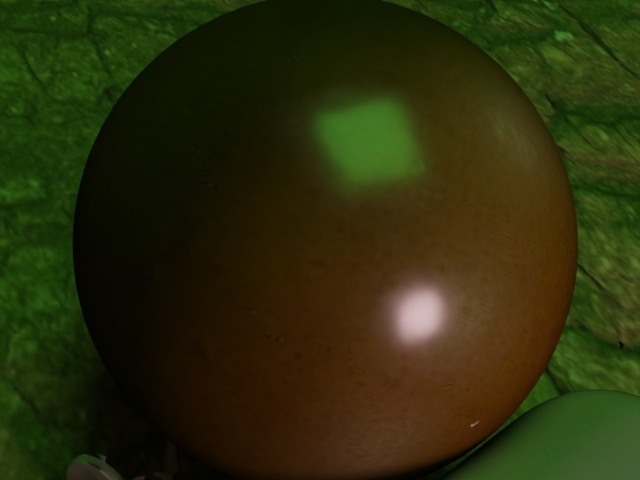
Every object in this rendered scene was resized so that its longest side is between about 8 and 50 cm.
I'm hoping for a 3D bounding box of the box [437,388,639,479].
[{"bbox_3d":[0.197,0.228,0.731,0.349,0.141,0.289,33,35,25],"label":"box"}]

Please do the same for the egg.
[{"bbox_3d":[0.000,0.000,0.834,0.282,0.282,0.351,12,4,-7],"label":"egg"}]

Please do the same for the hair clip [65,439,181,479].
[{"bbox_3d":[-0.081,0.189,0.761,0.072,0.034,0.226,0,37,-23],"label":"hair clip"}]
